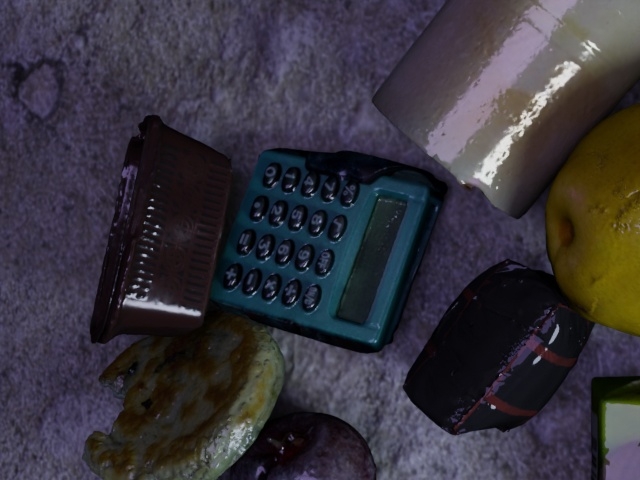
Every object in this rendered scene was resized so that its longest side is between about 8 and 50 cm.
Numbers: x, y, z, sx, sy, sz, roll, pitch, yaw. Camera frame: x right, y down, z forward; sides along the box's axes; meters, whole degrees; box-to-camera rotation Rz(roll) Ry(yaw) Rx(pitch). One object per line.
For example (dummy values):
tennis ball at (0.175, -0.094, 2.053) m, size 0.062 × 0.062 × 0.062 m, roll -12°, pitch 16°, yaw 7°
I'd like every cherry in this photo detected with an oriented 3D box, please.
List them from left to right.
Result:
cherry at (-0.020, 0.314, 1.406) m, size 0.195 × 0.195 × 0.195 m, roll -1°, pitch 88°, yaw 19°

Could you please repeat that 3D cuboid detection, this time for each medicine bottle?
medicine bottle at (0.271, -0.250, 1.294) m, size 0.235 × 0.235 × 0.406 m, roll 42°, pitch 101°, yaw 16°

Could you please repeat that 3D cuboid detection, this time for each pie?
pie at (-0.180, 0.209, 1.452) m, size 0.302 × 0.067 × 0.303 m, roll -22°, pitch 40°, yaw 20°

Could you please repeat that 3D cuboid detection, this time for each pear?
pear at (0.414, -0.016, 1.211) m, size 0.336 × 0.285 × 0.285 m, roll 11°, pitch 92°, yaw 1°

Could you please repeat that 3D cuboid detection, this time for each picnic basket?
picnic basket at (-0.209, 0.001, 1.460) m, size 0.129 × 0.222 × 0.297 m, roll 14°, pitch 76°, yaw -17°

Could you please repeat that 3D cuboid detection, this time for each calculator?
calculator at (0.000, 0.000, 1.438) m, size 0.274 × 0.058 × 0.248 m, roll 15°, pitch 73°, yaw 21°

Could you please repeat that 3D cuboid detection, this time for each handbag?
handbag at (0.221, 0.132, 1.333) m, size 0.155 × 0.169 × 0.215 m, roll 44°, pitch 103°, yaw 32°

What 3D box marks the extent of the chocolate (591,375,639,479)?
chocolate at (0.452, 0.308, 1.261) m, size 0.288 × 0.137 × 0.301 m, roll -1°, pitch 88°, yaw 19°
